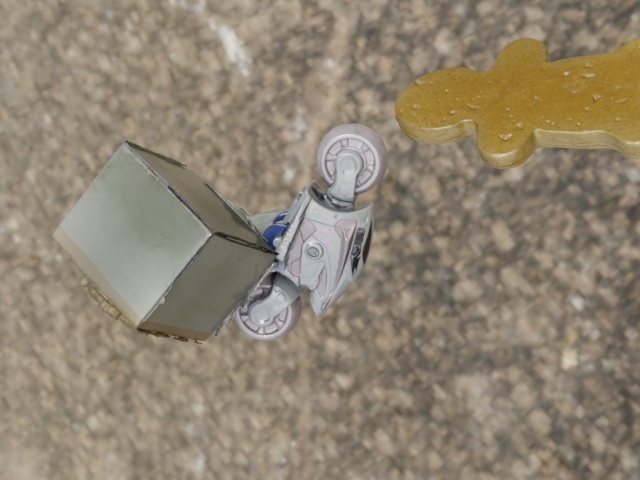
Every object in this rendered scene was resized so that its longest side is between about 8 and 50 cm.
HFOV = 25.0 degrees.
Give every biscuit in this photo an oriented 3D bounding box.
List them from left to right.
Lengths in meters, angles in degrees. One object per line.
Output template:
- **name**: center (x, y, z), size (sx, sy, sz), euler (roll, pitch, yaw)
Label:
- **biscuit**: center (0.181, -0.113, 1.218), size (0.240, 0.158, 0.035), euler (0, 133, 23)

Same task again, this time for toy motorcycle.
- **toy motorcycle**: center (0.000, 0.000, 1.487), size (0.112, 0.112, 0.254), euler (38, 107, 22)

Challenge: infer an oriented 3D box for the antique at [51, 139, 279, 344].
- **antique**: center (-0.153, 0.011, 1.415), size (0.152, 0.147, 0.148), euler (44, 99, 25)

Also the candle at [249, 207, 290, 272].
- **candle**: center (-0.085, 0.024, 1.907), size (0.192, 0.169, 0.068), euler (-127, 17, -71)
